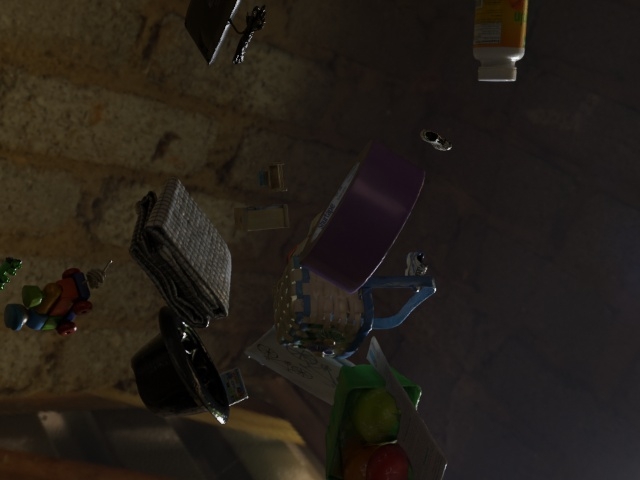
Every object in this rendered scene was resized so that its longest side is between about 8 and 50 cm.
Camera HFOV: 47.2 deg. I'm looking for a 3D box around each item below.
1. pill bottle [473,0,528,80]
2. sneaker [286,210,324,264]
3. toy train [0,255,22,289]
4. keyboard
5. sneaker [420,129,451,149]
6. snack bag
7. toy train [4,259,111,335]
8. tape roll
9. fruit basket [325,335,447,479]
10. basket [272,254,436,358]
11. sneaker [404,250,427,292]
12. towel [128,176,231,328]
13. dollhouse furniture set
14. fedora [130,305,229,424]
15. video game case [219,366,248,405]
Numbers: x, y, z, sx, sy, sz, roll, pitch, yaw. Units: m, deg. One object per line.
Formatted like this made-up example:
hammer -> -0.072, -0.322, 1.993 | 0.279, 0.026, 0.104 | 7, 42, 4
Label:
pill bottle -> 0.479, -0.552, 1.958 | 0.136, 0.246, 0.136 | 1, -169, 0
sneaker -> 0.000, 0.000, 1.540 | 0.057, 0.161, 0.075 | 48, 156, -24
toy train -> -0.453, 0.057, 1.029 | 0.023, 0.083, 0.017 | 36, 164, -4
keyboard -> -0.188, -0.464, 1.488 | 0.033, 0.317, 0.201 | -26, -99, -31
sneaker -> 0.280, -0.240, 1.762 | 0.083, 0.032, 0.037 | 22, -176, -11
snack bag -> -0.022, 0.334, 1.923 | 0.323, 0.037, 0.342 | 32, 153, -6
toy train -> -0.558, 0.109, 1.543 | 0.143, 0.248, 0.105 | -1, -125, -46
tape roll -> 0.052, -0.031, 0.951 | 0.080, 0.189, 0.189 | 30, -164, -4
fruit basket -> 0.130, 0.406, 1.358 | 0.165, 0.327, 0.353 | -1, -154, -24
basket -> 0.058, 0.129, 1.471 | 0.289, 0.255, 0.201 | -3, -116, -16
sneaker -> 0.275, 0.084, 2.087 | 0.052, 0.058, 0.135 | 39, -139, -41
towel -> -0.319, 0.031, 1.664 | 0.284, 0.121, 0.235 | 56, -163, -30
dollhouse furniture set -> -0.172, -0.124, 2.065 | 0.129, 0.184, 0.129 | -6, -176, -19
fedora -> -0.347, 0.320, 1.739 | 0.334, 0.152, 0.334 | 63, 178, 4
video game case -> -0.250, 0.396, 1.955 | 0.122, 0.011, 0.087 | -13, -97, -52
